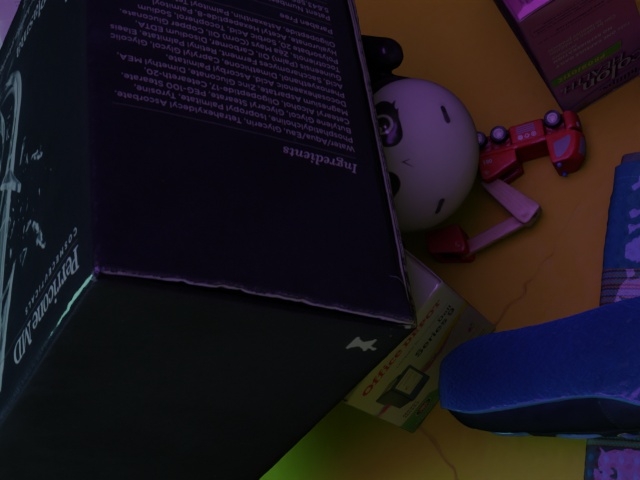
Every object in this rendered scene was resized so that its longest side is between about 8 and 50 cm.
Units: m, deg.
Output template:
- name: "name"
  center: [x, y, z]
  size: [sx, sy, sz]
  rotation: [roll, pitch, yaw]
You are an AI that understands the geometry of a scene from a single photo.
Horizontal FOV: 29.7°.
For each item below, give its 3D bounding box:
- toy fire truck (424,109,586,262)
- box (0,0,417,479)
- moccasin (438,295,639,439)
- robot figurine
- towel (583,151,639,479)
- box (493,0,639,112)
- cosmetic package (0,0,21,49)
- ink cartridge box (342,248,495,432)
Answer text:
- name: "toy fire truck"
  center: [0.207, -0.058, 1.347]
  size: [0.192, 0.047, 0.135]
  rotation: [-15, 68, 18]
- name: "box"
  center: [-0.175, -0.014, 1.198]
  size: [0.480, 0.297, 0.472]
  rotation: [-50, 40, 43]
- name: "moccasin"
  center: [0.288, 0.126, 1.172]
  size: [0.342, 0.117, 0.138]
  rotation: [-4, 60, 27]
- name: "robot figurine"
  center: [0.045, -0.100, 1.335]
  size: [0.278, 0.209, 0.173]
  rotation: [14, 60, 51]
- name: "towel"
  center: [0.413, 0.089, 1.211]
  size: [0.271, 0.040, 0.370]
  rotation: [3, 75, 25]
- name: "box"
  center: [0.241, -0.287, 1.298]
  size: [0.117, 0.243, 0.213]
  rotation: [-32, 63, 12]
- name: "cosmetic package"
  center: [-0.223, -0.308, 1.505]
  size: [0.377, 0.097, 0.284]
  rotation: [-15, 65, -13]
- name: "ink cartridge box"
  center: [0.079, 0.102, 1.254]
  size: [0.093, 0.212, 0.154]
  rotation: [38, 90, 29]
